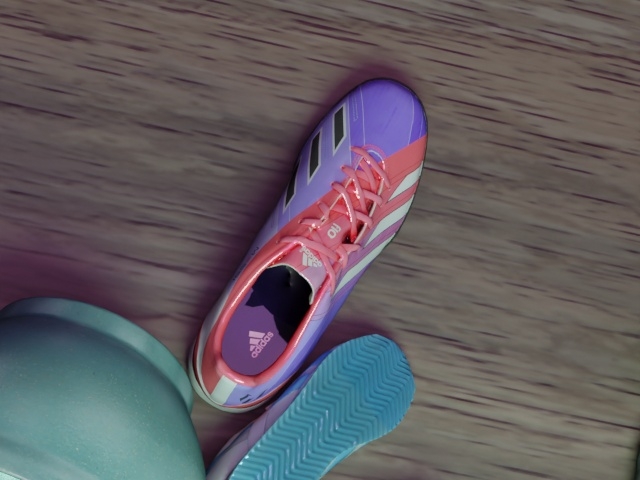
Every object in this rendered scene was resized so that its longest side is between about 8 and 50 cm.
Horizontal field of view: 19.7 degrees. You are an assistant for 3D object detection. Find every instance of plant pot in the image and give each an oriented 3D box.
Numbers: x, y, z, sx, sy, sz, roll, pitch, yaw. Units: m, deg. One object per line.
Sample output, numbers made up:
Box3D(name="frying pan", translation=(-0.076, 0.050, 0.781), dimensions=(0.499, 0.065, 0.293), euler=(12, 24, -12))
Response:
Box3D(name="plant pot", translation=(-0.207, 0.168, 1.395), dimensions=(0.293, 0.293, 0.196), euler=(26, 53, -5))

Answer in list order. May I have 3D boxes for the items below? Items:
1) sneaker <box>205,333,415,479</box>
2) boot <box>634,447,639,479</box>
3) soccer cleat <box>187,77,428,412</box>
Box3D(name="sneaker", translation=(-0.016, 0.155, 1.506), dimensions=(0.229, 0.092, 0.087), euler=(-38, 100, -33))
Box3D(name="boot", translation=(0.213, 0.259, 1.543), dimensions=(0.209, 0.076, 0.189), euler=(-6, 81, -3))
Box3D(name="soccer cleat", translation=(0.000, 0.000, 1.514), dimensions=(0.109, 0.116, 0.318), euler=(33, 78, -3))
